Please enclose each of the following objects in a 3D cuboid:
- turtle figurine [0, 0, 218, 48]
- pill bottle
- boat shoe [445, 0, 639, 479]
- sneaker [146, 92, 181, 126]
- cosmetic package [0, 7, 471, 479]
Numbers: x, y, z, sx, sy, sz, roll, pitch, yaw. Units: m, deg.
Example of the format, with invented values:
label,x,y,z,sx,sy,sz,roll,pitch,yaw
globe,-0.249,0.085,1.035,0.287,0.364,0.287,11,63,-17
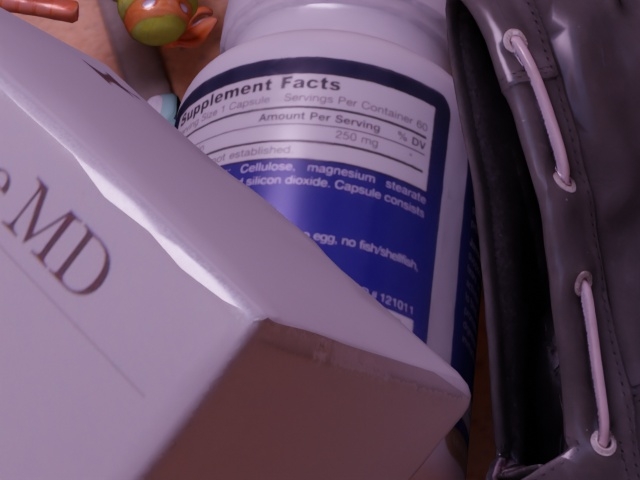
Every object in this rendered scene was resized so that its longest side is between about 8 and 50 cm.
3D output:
label,x,y,z,sx,sy,sz,roll,pitch,yaw
turtle figurine,-0.096,-0.181,0.905,0.269,0.087,0.217,-4,61,-29
pill bottle,0.000,0.000,0.772,0.153,0.153,0.264,1,59,13
boat shoe,0.096,0.049,0.697,0.095,0.112,0.335,3,80,-15
sneaker,-0.103,-0.031,0.886,0.069,0.038,0.098,-12,47,7
cosmetic package,-0.185,0.151,0.616,0.230,0.161,0.453,41,98,30
